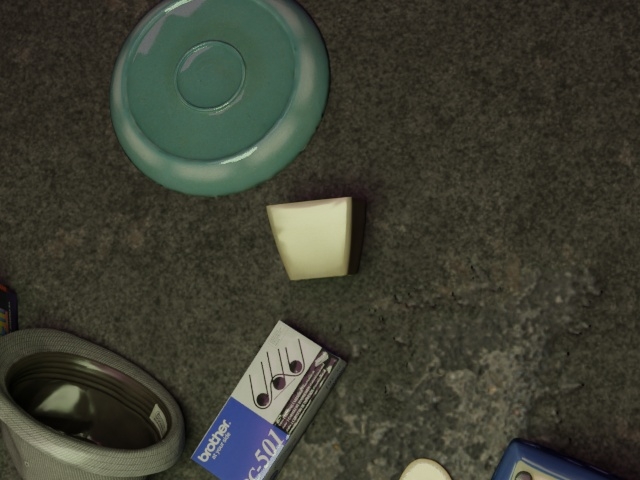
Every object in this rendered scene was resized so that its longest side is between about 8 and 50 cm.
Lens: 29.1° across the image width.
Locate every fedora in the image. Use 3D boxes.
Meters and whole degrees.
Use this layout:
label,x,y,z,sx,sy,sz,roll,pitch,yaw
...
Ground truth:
label,x,y,z,sx,sy,sz,roll,pitch,yaw
fedora,-0.305,0.236,1.534,0.275,0.244,0.124,26,113,9

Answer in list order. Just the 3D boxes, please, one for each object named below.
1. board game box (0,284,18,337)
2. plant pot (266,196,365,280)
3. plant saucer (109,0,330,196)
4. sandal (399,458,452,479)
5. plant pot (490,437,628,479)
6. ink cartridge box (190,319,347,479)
label,x,y,z,sx,sy,sz,roll,pitch,yaw
board game box,-0.439,0.137,1.605,0.048,0.141,0.170,-8,75,8
plant pot,0.000,0.000,1.558,0.109,0.109,0.096,-6,87,12
plant saucer,-0.145,-0.217,1.676,0.317,0.044,0.317,-3,76,12
sandal,0.110,0.375,1.448,0.088,0.079,0.240,8,79,15
plant pot,0.266,0.356,1.347,0.236,0.212,0.236,23,82,17
ink cartridge box,-0.063,0.213,1.547,0.097,0.046,0.207,32,86,20
